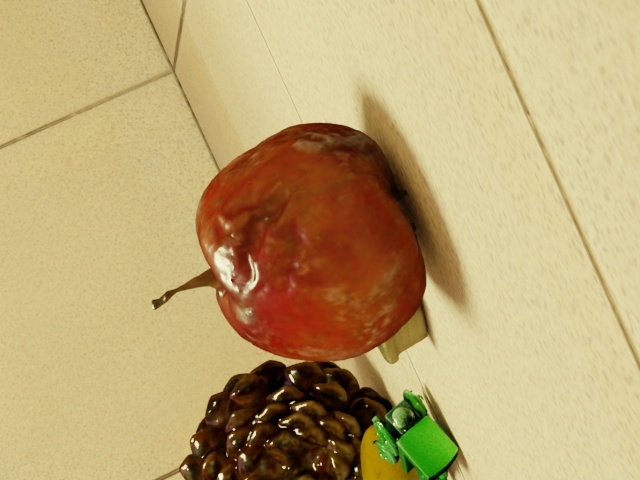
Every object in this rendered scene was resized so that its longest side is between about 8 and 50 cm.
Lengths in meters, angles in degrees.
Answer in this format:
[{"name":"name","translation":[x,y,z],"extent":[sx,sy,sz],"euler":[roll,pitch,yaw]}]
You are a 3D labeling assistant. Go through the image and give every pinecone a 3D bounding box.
[{"name":"pinecone","translation":[-0.044,0.384,2.381],"extent":[0.398,0.398,0.397],"euler":[155,90,-84]}]

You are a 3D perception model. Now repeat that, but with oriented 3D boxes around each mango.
[{"name":"mango","translation":[0.126,0.391,2.105],"extent":[0.113,0.138,0.253],"euler":[7,-134,-46]}]

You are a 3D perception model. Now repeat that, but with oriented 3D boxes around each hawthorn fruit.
[{"name":"hawthorn fruit","translation":[-0.038,0.014,1.368],"extent":[0.242,0.272,0.241],"euler":[-20,-90,-87]}]

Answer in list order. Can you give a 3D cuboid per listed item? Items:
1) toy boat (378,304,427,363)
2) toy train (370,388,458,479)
[{"name":"toy boat","translation":[0.060,0.043,1.626],"extent":[0.188,0.061,0.116],"euler":[60,174,38]},{"name":"toy train","translation":[0.133,0.280,1.894],"extent":[0.119,0.085,0.251],"euler":[47,172,17]}]
